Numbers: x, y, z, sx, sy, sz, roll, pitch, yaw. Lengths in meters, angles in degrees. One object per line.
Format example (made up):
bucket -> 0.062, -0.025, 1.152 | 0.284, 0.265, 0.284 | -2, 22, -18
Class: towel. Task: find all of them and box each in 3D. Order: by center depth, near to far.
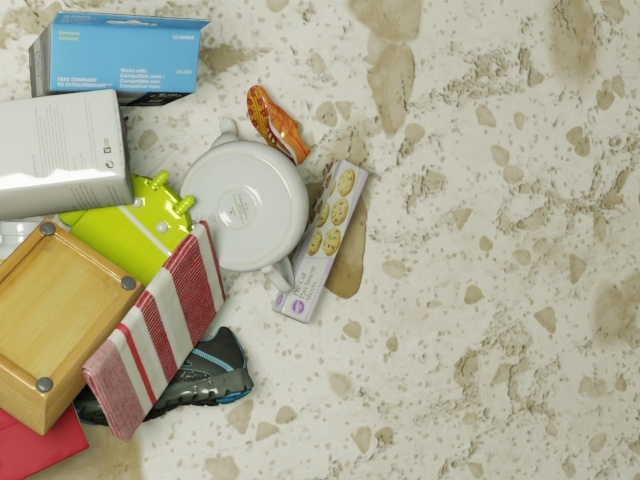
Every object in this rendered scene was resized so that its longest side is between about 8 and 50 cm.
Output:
towel -> -0.269, 0.149, 1.665 | 0.037, 0.237, 0.329 | 22, 56, 19

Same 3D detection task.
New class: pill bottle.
pill bottle -> -0.508, 0.060, 1.704 | 0.103, 0.103, 0.184 | 0, 92, -23

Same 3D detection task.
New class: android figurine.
android figurine -> -0.335, -0.002, 1.739 | 0.273, 0.056, 0.248 | -43, 89, 9

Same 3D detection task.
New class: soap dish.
soap dish -> -0.431, 0.120, 1.558 | 0.229, 0.118, 0.291 | 35, 58, 1

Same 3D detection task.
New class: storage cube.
storage cube -> -0.521, 0.290, 1.650 | 0.193, 0.215, 0.183 | -23, 100, -27

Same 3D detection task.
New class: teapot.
teapot -> -0.127, -0.062, 1.826 | 0.252, 0.187, 0.256 | 23, 100, 7

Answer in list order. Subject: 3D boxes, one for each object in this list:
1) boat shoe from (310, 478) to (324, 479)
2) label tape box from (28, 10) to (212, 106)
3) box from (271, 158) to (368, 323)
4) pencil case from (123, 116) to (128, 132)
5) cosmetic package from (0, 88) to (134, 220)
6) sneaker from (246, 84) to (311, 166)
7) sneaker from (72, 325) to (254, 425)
boat shoe -> -0.093, 0.560, 1.892 | 0.320, 0.103, 0.118 | -22, 100, -21
label tape box -> -0.337, -0.288, 1.642 | 0.241, 0.334, 0.106 | -2, 92, -23
box -> 0.000, 0.000, 1.938 | 0.067, 0.063, 0.324 | 26, 82, -20
pencil case -> -0.419, -0.196, 1.756 | 0.152, 0.064, 0.070 | 7, 106, -23
cosmetic package -> -0.495, -0.123, 1.599 | 0.365, 0.197, 0.155 | -6, 80, -8
sneaker -> -0.083, -0.223, 1.909 | 0.067, 0.064, 0.175 | -45, 113, -36
sneaker -> -0.299, 0.247, 1.809 | 0.341, 0.125, 0.139 | -7, 70, -22
